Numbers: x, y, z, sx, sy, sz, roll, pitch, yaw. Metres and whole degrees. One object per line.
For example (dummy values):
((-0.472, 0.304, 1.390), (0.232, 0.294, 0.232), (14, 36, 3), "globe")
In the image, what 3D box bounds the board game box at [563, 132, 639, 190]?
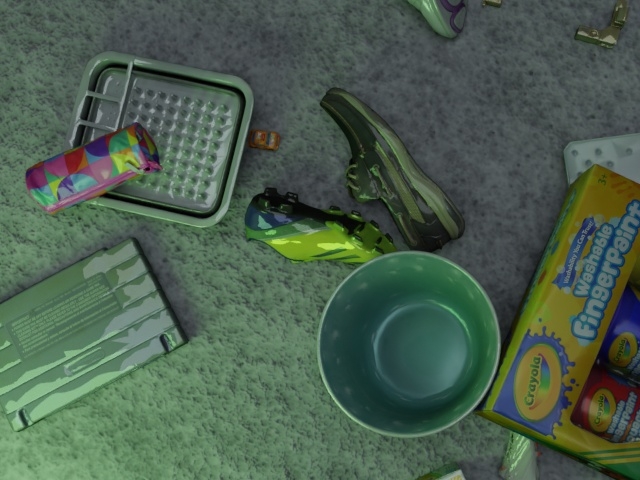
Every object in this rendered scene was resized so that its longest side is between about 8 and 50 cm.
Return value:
((0.652, -0.005, 1.797), (0.390, 0.050, 0.390), (-7, 85, 3), "board game box")

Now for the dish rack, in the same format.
((-0.294, -0.181, 1.845), (0.333, 0.072, 0.285), (13, 85, 11), "dish rack")

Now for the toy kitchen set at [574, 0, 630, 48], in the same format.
((0.515, -0.405, 1.831), (0.075, 0.068, 0.083), (16, 86, 5), "toy kitchen set")

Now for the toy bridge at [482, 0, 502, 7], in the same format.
((0.327, -0.526, 1.874), (0.063, 0.026, 0.188), (15, 86, 7), "toy bridge")

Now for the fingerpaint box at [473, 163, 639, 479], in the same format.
((0.514, 0.157, 1.651), (0.371, 0.163, 0.444), (26, 80, 3), "fingerpaint box")

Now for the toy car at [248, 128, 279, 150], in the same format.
((-0.123, -0.154, 1.860), (0.060, 0.040, 0.122), (26, 87, 5), "toy car")

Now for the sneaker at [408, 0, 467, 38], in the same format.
((0.165, -0.505, 1.853), (0.114, 0.152, 0.305), (-40, 104, -38), "sneaker")

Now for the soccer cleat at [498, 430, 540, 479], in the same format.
((0.349, 0.386, 1.774), (0.076, 0.068, 0.196), (-6, 87, 6), "soccer cleat")

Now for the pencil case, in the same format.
((-0.397, -0.125, 1.769), (0.236, 0.104, 0.104), (-22, 84, 8), "pencil case")

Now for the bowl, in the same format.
((0.165, 0.183, 1.734), (0.312, 0.163, 0.311), (-4, 78, 17), "bowl")

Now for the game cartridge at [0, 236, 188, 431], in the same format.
((-0.448, 0.168, 1.844), (0.355, 0.068, 0.230), (-28, 80, 1), "game cartridge")

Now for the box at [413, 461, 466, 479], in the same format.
((0.237, 0.502, 1.745), (0.103, 0.114, 0.203), (-26, 83, 0), "box")

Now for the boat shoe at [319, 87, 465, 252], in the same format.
((0.106, -0.118, 1.799), (0.130, 0.132, 0.355), (-40, 84, 1), "boat shoe")

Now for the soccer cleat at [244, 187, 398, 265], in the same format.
((0.000, -0.001, 1.824), (0.289, 0.093, 0.121), (20, 121, 6), "soccer cleat")
